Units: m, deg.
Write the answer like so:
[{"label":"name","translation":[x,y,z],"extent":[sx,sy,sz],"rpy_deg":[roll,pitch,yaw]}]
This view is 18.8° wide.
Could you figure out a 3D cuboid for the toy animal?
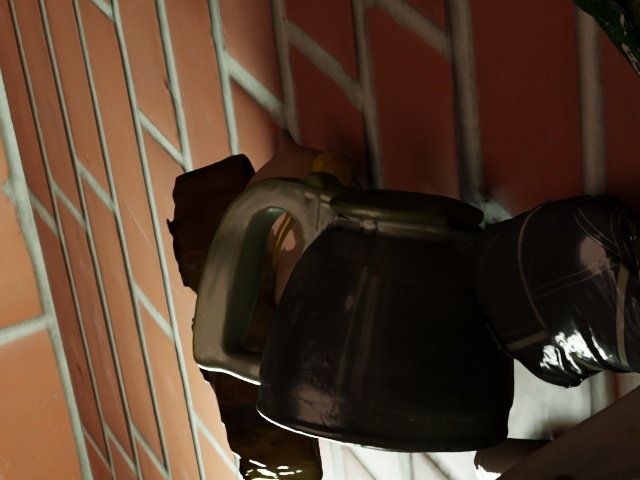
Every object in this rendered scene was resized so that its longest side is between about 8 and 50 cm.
[{"label":"toy animal","translation":[-0.002,-0.001,2.054],"extent":[0.165,0.149,0.248],"rpy_deg":[56,-161,-66]}]

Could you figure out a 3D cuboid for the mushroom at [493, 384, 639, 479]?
[{"label":"mushroom","translation":[0.193,0.234,1.437],"extent":[0.397,0.126,0.177],"rpy_deg":[-35,76,27]}]

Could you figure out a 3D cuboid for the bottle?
[{"label":"bottle","translation":[0.193,0.215,1.849],"extent":[0.053,0.053,0.140],"rpy_deg":[71,161,-1]}]

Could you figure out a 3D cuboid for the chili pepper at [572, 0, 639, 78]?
[{"label":"chili pepper","translation":[0.239,-0.120,1.385],"extent":[0.073,0.050,0.182],"rpy_deg":[-20,92,65]}]

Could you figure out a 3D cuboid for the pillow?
[{"label":"pillow","translation":[0.207,0.047,1.577],"extent":[0.162,0.092,0.335],"rpy_deg":[66,163,-1]}]

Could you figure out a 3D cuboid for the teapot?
[{"label":"teapot","translation":[0.050,0.062,1.839],"extent":[0.321,0.239,0.239],"rpy_deg":[16,100,61]}]

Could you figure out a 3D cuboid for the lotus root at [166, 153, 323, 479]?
[{"label":"lotus root","translation":[-0.078,0.101,2.269],"extent":[0.375,0.111,0.391],"rpy_deg":[56,-160,-85]}]
